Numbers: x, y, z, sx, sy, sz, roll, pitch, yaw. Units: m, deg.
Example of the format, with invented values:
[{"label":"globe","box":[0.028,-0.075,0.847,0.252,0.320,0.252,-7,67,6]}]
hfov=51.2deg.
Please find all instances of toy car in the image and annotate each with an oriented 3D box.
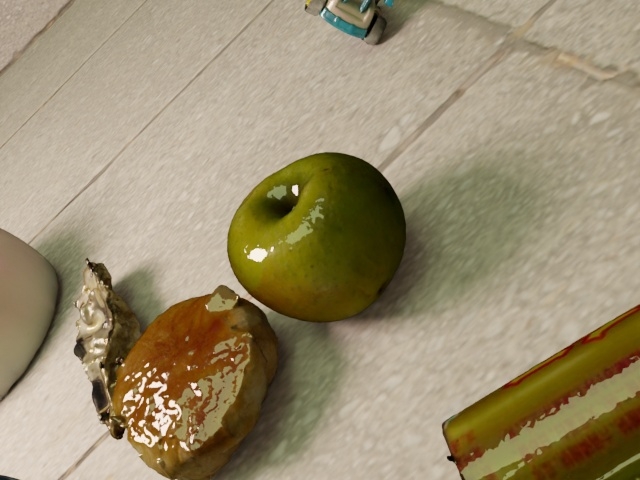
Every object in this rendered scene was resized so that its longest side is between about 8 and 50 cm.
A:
[{"label":"toy car","box":[0.055,-0.389,1.036,0.098,0.126,0.161,-51,21,41]}]

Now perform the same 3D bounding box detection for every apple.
[{"label":"apple","box":[0.000,0.000,0.729,0.196,0.157,0.196,-23,44,24]}]

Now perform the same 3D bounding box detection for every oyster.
[{"label":"oyster","box":[-0.306,0.150,0.954,0.128,0.078,0.345,-60,37,17]}]

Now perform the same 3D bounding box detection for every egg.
[{"label":"egg","box":[-0.686,0.100,1.125,0.354,0.340,0.354,-24,45,26]}]

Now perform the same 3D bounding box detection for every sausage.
[{"label":"sausage","box":[0.233,0.101,0.455,0.317,0.125,0.117,-37,81,12]}]

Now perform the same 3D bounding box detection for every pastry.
[{"label":"pastry","box":[-0.146,0.164,0.766,0.229,0.100,0.218,-8,56,32]}]

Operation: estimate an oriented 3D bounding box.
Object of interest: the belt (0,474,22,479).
[{"label":"belt","box":[-0.440,0.337,0.830,0.190,0.141,0.082,3,50,-2]}]
